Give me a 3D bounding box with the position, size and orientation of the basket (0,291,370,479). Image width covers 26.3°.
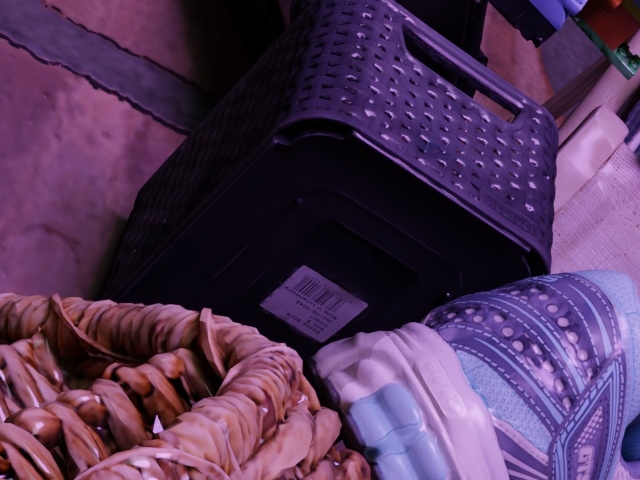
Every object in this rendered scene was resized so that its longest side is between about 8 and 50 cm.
[{"bbox_3d":[-0.130,0.094,0.350,0.299,0.213,0.223,-18,73,-48],"label":"basket"}]

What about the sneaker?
[{"bbox_3d":[0.091,0.092,0.540,0.110,0.122,0.283,64,2,22],"label":"sneaker"}]

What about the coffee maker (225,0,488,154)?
[{"bbox_3d":[-0.001,-0.120,0.709,0.120,0.171,0.178,11,38,-29],"label":"coffee maker"}]

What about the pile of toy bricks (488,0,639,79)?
[{"bbox_3d":[0.155,-0.128,0.613,0.212,0.105,0.118,44,37,-5],"label":"pile of toy bricks"}]

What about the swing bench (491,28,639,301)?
[{"bbox_3d":[0.199,0.035,0.732,0.253,0.165,0.254,45,40,-5],"label":"swing bench"}]

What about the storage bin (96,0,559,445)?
[{"bbox_3d":[0.000,0.000,0.568,0.122,0.180,0.084,32,43,-18],"label":"storage bin"}]
